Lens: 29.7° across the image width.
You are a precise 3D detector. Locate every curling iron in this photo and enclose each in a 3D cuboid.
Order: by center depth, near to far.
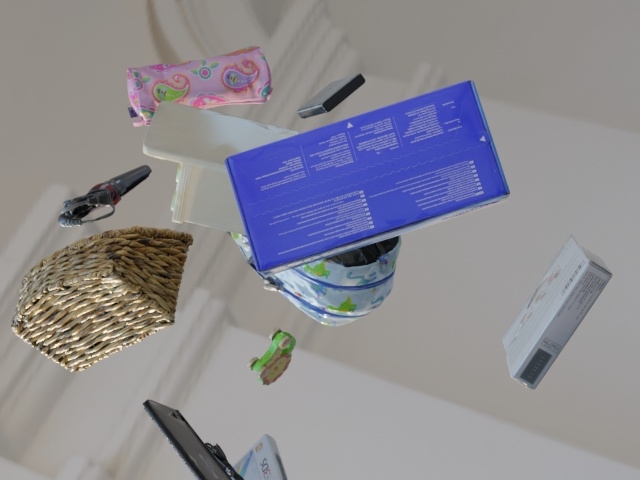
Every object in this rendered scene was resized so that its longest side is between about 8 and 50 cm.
[{"bbox_3d":[-0.259,-0.058,1.510,0.274,0.068,0.035,-54,-48,-75],"label":"curling iron"}]

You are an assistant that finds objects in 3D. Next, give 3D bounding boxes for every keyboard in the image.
[{"bbox_3d":[-0.178,0.397,2.035,0.033,0.317,0.201,-46,-32,4],"label":"keyboard"}]

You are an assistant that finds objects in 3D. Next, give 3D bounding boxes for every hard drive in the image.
[{"bbox_3d":[0.018,-0.257,2.159,0.094,0.135,0.022,-41,-77,-15],"label":"hard drive"}]

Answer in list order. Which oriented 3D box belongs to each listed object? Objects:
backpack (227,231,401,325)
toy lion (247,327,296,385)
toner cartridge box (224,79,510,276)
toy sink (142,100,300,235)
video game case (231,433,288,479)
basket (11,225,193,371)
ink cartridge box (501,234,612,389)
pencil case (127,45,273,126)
[{"bbox_3d":[0.000,0.000,2.392,0.290,0.355,0.273,-20,-58,-41],"label":"backpack"},{"bbox_3d":[-0.075,0.201,2.043,0.100,0.034,0.096,-54,-26,4],"label":"toy lion"},{"bbox_3d":[0.062,-0.081,1.617,0.075,0.347,0.165,51,-158,-82],"label":"toner cartridge box"},{"bbox_3d":[-0.164,-0.108,1.915,0.153,0.234,0.131,-82,6,-55],"label":"toy sink"},{"bbox_3d":[-0.189,0.574,2.402,0.329,0.300,0.036,-45,-68,6],"label":"video game case"},{"bbox_3d":[-0.419,0.069,2.252,0.213,0.299,0.223,41,-142,-32],"label":"basket"},{"bbox_3d":[0.461,0.137,2.388,0.275,0.060,0.239,-59,2,13],"label":"ink cartridge box"},{"bbox_3d":[-0.237,-0.301,2.358,0.124,0.284,0.124,167,90,-80],"label":"pencil case"}]
